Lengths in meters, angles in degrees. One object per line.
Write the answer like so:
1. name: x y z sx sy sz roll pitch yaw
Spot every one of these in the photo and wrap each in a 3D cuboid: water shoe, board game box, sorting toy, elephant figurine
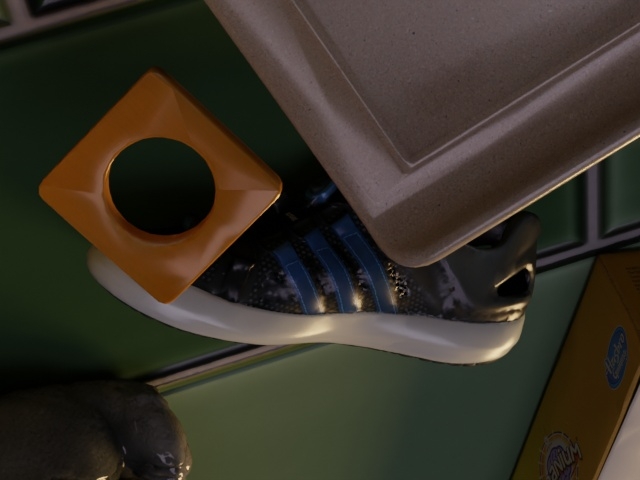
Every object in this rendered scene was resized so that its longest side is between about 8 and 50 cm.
1. water shoe: 0.000 0.000 0.705 0.203 0.073 0.080 8 104 -29
2. board game box: 0.227 0.129 0.924 0.242 0.064 0.316 -5 136 -19
3. sorting toy: 0.047 -0.114 0.564 0.347 0.047 0.196 -32 105 11
4. elephant figurine: -0.103 0.182 0.706 0.186 0.239 0.169 -9 137 -15
